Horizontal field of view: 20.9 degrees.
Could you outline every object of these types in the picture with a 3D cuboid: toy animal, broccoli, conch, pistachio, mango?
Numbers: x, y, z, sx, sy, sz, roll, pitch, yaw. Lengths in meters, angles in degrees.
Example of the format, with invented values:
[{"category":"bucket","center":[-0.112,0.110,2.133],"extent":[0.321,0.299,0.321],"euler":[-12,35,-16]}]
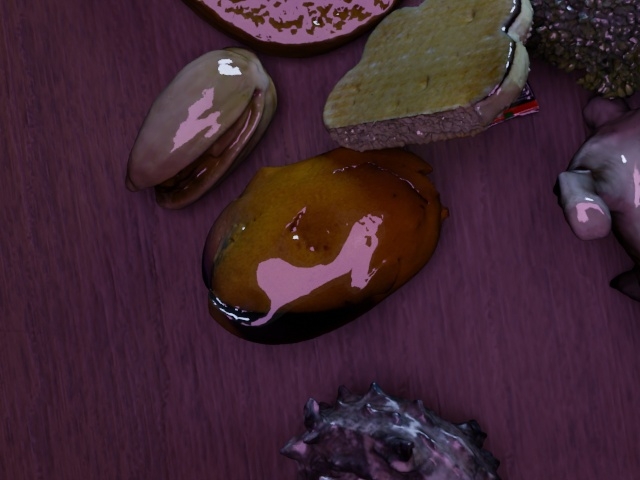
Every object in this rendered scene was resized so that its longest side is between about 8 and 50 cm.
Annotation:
[{"category":"toy animal","center":[0.388,-0.002,1.840],"extent":[0.194,0.302,0.344],"euler":[-30,110,9]},{"category":"broccoli","center":[0.302,-0.297,1.828],"extent":[0.260,0.235,0.288],"euler":[-23,78,14]},{"category":"conch","center":[0.085,0.288,1.886],"extent":[0.313,0.186,0.240],"euler":[34,120,-12]},{"category":"pistachio","center":[-0.137,-0.128,1.940],"extent":[0.206,0.131,0.129],"euler":[-48,128,7]},{"category":"mango","center":[0.000,0.000,1.902],"extent":[0.287,0.152,0.201],"euler":[-20,82,5]}]

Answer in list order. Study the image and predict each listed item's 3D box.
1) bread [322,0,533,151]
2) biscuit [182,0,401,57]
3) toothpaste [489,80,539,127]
[{"category":"bread","center":[0.127,-0.189,1.816],"extent":[0.056,0.286,0.207],"euler":[41,67,-31]},{"category":"biscuit","center":[-0.048,-0.404,1.961],"extent":[0.350,0.070,0.394],"euler":[-41,86,2]},{"category":"toothpaste","center":[0.181,-0.225,1.948],"extent":[0.071,0.045,0.193],"euler":[-20,93,14]}]
